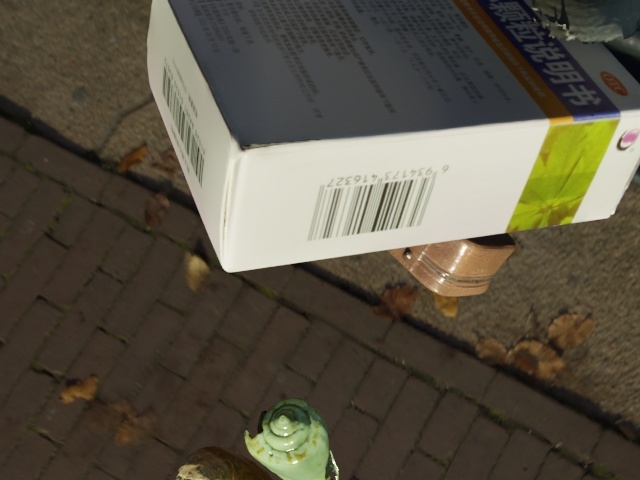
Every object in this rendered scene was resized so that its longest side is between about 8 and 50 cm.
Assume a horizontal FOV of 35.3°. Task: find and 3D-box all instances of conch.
[{"bbox_3d":[-0.036,0.253,1.209,0.105,0.170,0.079,4,50,19],"label":"conch"}]

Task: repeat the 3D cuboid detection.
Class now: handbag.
[{"bbox_3d":[0.114,-0.023,1.099,0.193,0.151,0.072,42,113,30],"label":"handbag"}]

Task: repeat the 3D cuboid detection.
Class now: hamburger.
[{"bbox_3d":[-0.102,0.322,1.306,0.102,0.176,0.087,12,70,30],"label":"hamburger"}]

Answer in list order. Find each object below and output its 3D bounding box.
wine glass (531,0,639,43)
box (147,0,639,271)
[{"bbox_3d":[0.175,-0.232,0.624,0.103,0.103,0.222,9,59,8],"label":"wine glass"},{"bbox_3d":[0.049,-0.099,0.702,0.299,0.106,0.200,-7,47,-22],"label":"box"}]
